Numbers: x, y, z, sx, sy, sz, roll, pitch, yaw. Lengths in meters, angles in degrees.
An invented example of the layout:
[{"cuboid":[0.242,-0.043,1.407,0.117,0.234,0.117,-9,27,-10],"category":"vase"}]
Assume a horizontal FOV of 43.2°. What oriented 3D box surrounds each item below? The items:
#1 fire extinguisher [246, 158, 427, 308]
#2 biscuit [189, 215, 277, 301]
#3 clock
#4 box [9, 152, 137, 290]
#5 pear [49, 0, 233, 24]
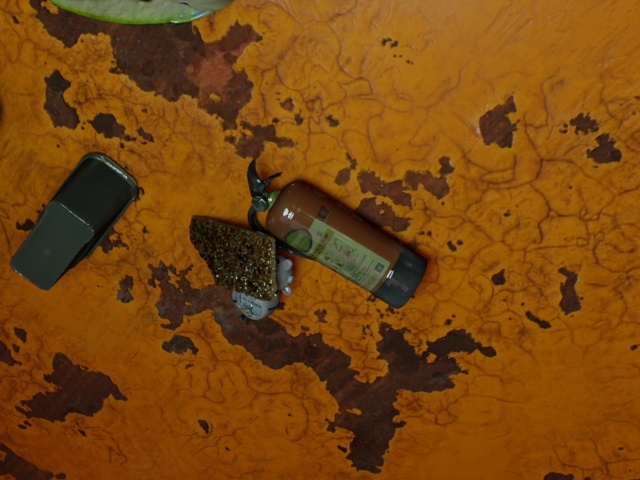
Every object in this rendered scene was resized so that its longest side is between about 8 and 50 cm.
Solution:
[{"cuboid":[-0.002,0.005,1.508,0.376,0.113,0.200,33,127,-7],"category":"fire extinguisher"},{"cuboid":[-0.173,0.033,1.553,0.236,0.026,0.131,14,110,39],"category":"biscuit"},{"cuboid":[-0.107,0.089,1.600,0.117,0.080,0.176,27,130,23],"category":"clock"},{"cuboid":[-0.497,-0.029,1.594,0.138,0.178,0.274,38,125,-10],"category":"box"},{"cuboid":[-0.257,-0.495,1.155,0.398,0.165,0.399,-16,157,-7],"category":"pear"}]
